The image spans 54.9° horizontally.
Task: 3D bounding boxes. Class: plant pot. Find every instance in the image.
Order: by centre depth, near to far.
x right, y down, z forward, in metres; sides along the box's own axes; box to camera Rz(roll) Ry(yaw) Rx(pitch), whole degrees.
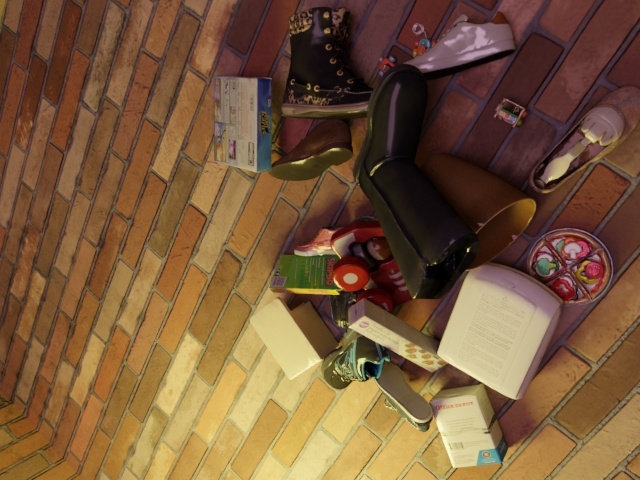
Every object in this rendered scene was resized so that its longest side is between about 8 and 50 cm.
[{"bbox_3d":[0.359,-0.097,1.535,0.254,0.237,0.237,53,124,30],"label":"plant pot"}]

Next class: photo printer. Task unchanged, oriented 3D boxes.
[{"bbox_3d":[0.463,0.219,1.595,0.256,0.107,0.307,27,116,28],"label":"photo printer"}]

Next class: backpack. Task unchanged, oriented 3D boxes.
[{"bbox_3d":[0.088,0.197,1.832,0.105,0.084,0.114,0,96,33],"label":"backpack"}]

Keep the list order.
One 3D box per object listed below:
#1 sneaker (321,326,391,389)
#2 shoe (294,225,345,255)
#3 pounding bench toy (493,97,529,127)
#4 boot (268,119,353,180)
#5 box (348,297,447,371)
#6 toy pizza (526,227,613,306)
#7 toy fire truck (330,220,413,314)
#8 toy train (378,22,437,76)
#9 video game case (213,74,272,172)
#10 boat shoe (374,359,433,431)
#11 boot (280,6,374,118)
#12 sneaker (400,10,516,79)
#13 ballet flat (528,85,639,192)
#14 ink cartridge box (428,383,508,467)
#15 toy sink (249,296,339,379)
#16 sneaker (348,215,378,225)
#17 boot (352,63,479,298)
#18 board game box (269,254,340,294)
[{"bbox_3d":[0.098,0.364,1.787,0.139,0.125,0.340,62,150,30],"label":"sneaker"},{"bbox_3d":[0.000,0.000,1.851,0.178,0.063,0.081,-3,100,26],"label":"shoe"},{"bbox_3d":[0.460,-0.306,1.483,0.065,0.083,0.052,35,117,20],"label":"pounding bench toy"},{"bbox_3d":[-0.029,-0.258,1.799,0.305,0.112,0.115,-18,62,38],"label":"boot"},{"bbox_3d":[0.214,0.261,1.671,0.324,0.067,0.063,31,126,-28],"label":"box"},{"bbox_3d":[0.611,0.069,1.520,0.201,0.032,0.201,8,107,29],"label":"toy pizza"},{"bbox_3d":[0.179,0.058,1.661,0.254,0.169,0.302,-26,120,20],"label":"toy fire truck"},{"bbox_3d":[0.223,-0.475,1.603,0.125,0.046,0.166,49,121,11],"label":"toy train"},{"bbox_3d":[-0.236,-0.356,1.853,0.244,0.061,0.269,20,113,47],"label":"video game case"},{"bbox_3d":[0.232,0.447,1.786,0.254,0.095,0.079,39,145,41],"label":"boat shoe"},{"bbox_3d":[0.053,-0.469,1.637,0.377,0.138,0.284,5,98,38],"label":"boot"},{"bbox_3d":[0.320,-0.477,1.514,0.290,0.106,0.123,-13,91,18],"label":"sneaker"},{"bbox_3d":[0.603,-0.217,1.407,0.107,0.106,0.316,46,120,13],"label":"ballet flat"},{"bbox_3d":[0.413,0.516,1.719,0.148,0.086,0.203,-19,91,33],"label":"ink cartridge box"},{"bbox_3d":[-0.081,0.285,1.929,0.153,0.131,0.234,-40,84,32],"label":"toy sink"},{"bbox_3d":[0.147,-0.032,1.744,0.167,0.076,0.065,2,103,30],"label":"sneaker"},{"bbox_3d":[0.224,-0.137,1.413,0.445,0.146,0.367,-109,23,-45],"label":"boot"},{"bbox_3d":[-0.025,0.101,1.861,0.260,0.124,0.039,-3,144,33],"label":"board game box"}]
